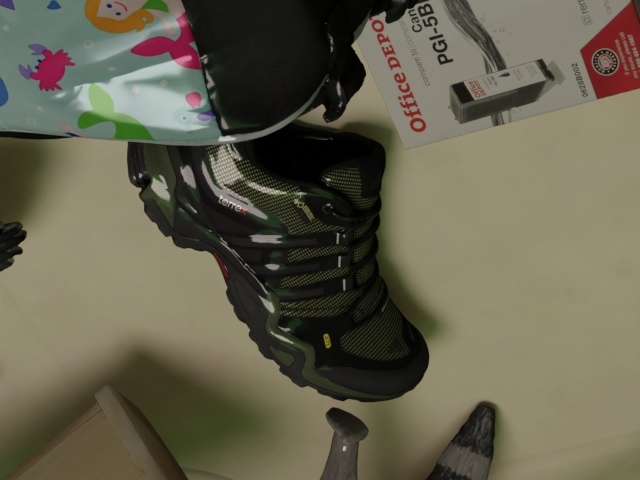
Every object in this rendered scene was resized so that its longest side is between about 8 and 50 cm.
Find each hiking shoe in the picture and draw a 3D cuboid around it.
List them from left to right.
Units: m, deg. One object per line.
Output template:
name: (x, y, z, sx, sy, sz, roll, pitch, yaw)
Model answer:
hiking shoe: (0.000, 0.000, 0.858, 0.114, 0.086, 0.227, -30, 117, 32)

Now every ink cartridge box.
ink cartridge box: (0.089, -0.112, 0.774, 0.135, 0.056, 0.099, -15, 125, 19)

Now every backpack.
backpack: (-0.109, -0.144, 0.679, 0.254, 0.225, 0.191, -5, 124, 25)

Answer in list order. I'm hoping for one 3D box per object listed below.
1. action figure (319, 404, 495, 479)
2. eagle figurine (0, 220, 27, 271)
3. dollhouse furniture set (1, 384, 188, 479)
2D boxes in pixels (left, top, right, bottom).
action figure: (0.078, 0.287, 0.955, 0.341, 0.178, 0.330, 19, 110, -14)
eagle figurine: (-0.333, 0.021, 0.848, 0.225, 0.226, 0.298, 44, 95, 22)
dollhouse furniture set: (-0.139, 0.229, 1.042, 0.198, 0.286, 0.303, -38, 144, 0)
